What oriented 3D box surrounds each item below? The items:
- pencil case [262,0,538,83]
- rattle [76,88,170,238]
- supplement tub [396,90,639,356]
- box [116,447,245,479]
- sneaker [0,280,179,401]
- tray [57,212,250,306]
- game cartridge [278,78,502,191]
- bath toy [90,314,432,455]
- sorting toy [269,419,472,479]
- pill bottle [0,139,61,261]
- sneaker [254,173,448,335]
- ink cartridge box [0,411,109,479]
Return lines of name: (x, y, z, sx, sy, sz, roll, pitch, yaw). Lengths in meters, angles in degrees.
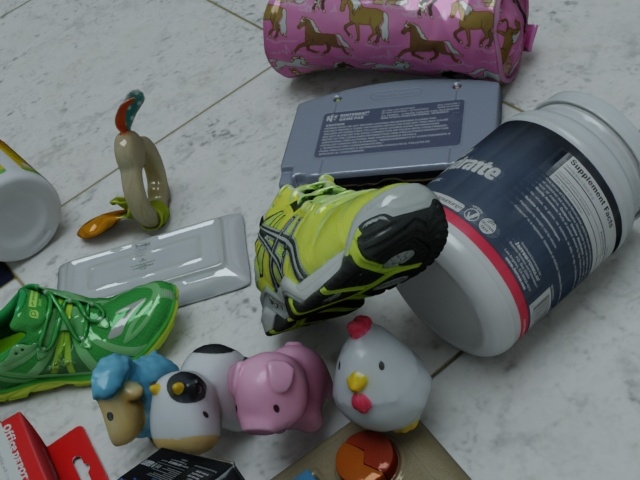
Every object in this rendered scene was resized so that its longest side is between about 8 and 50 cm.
pencil case: (0.110, -0.308, 1.458, 0.386, 0.160, 0.167, 6, 39, 27)
rattle: (-0.288, -0.105, 1.369, 0.143, 0.199, 0.130, 3, 47, 23)
supplement tub: (0.217, -0.022, 1.099, 0.272, 0.191, 0.191, -39, 45, -19)
box: (-0.208, 0.290, 0.837, 0.293, 0.073, 0.295, -35, 5, -22)
sneaker: (-0.314, 0.112, 1.212, 0.296, 0.123, 0.109, -18, 43, 2)
tray: (-0.229, 0.038, 1.326, 0.270, 0.030, 0.145, -16, 41, 4)
game cartridge: (0.100, -0.143, 1.373, 0.294, 0.060, 0.196, -3, 48, 17)
bath toy: (-0.062, 0.150, 1.038, 0.348, 0.129, 0.151, -9, 36, 23)
sorting toy: (0.061, 0.296, 0.941, 0.229, 0.041, 0.307, -31, 43, -12)
pill bottle: (-0.493, -0.079, 1.468, 0.136, 0.136, 0.246, -38, 45, -18)
sneaker: (0.000, 0.000, 1.032, 0.145, 0.385, 0.147, -14, 81, -24)
ink cartridge box: (-0.354, 0.282, 1.086, 0.231, 0.078, 0.134, -31, 44, -12)
